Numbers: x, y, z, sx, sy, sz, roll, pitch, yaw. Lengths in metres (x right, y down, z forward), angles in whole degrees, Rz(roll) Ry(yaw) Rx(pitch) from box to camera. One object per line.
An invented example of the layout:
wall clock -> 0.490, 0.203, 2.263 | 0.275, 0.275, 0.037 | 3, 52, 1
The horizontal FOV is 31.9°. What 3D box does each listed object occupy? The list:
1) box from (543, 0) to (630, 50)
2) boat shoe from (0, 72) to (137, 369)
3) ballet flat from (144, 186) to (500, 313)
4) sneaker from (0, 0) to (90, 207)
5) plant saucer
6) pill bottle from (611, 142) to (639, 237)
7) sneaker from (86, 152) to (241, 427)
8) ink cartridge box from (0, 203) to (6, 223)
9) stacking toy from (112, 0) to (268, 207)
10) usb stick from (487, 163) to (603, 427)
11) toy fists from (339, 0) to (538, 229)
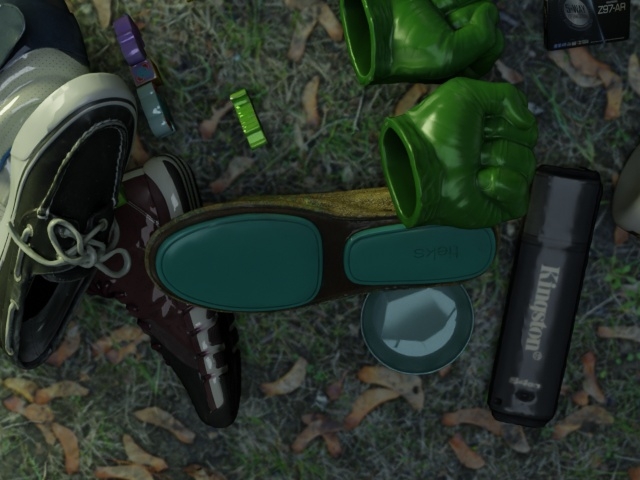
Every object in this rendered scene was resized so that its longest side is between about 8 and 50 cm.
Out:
box -> 0.264, -0.227, 1.109 | 0.083, 0.018, 0.067 | -8, 123, 0
boat shoe -> -0.230, -0.006, 0.997 | 0.105, 0.113, 0.306 | 53, 123, 28
ballet flat -> 0.000, 0.000, 1.095 | 0.348, 0.123, 0.123 | -4, 101, -13
sneaker -> -0.364, -0.127, 1.032 | 0.322, 0.130, 0.236 | -21, 82, 12
plant saucer -> 0.101, 0.081, 1.175 | 0.119, 0.021, 0.119 | 0, 102, -1
pill bottle -> 0.409, -0.022, 1.112 | 0.215, 0.117, 0.117 | 26, 99, -5
sneaker -> -0.182, 0.063, 1.137 | 0.162, 0.106, 0.281 | -13, 90, 7
ink cartridge box -> -0.345, 0.007, 1.136 | 0.099, 0.056, 0.135 | 32, 98, -6
stacking toy -> -0.169, -0.157, 1.074 | 0.167, 0.052, 0.221 | -25, 77, 4
usb stick -> 0.232, 0.058, 1.161 | 0.077, 0.045, 0.278 | 9, 101, -3
toy fists -> 0.121, -0.145, 1.056 | 0.142, 0.096, 0.279 | -10, 73, -19
